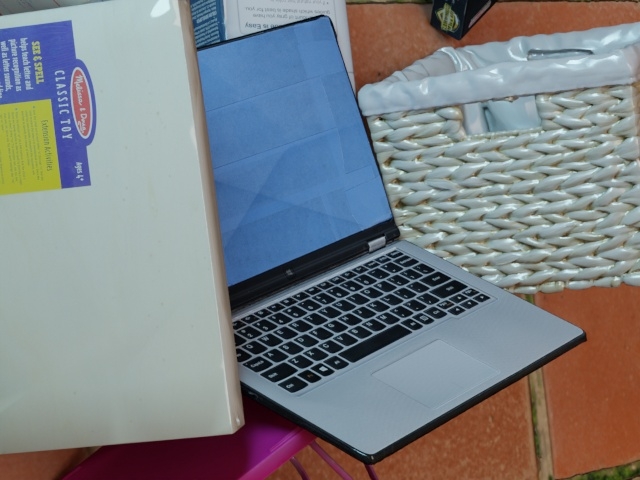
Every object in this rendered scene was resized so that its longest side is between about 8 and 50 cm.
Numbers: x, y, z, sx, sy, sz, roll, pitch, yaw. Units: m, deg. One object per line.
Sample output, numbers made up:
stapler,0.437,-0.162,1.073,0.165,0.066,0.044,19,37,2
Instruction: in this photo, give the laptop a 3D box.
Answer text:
laptop,0.025,-0.022,1.792,0.382,0.408,0.236,-23,131,-47

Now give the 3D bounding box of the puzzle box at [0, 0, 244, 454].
puzzle box,-0.227,-0.012,1.647,0.052,0.272,0.409,-23,107,-77

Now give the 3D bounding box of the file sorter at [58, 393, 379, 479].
file sorter,-0.098,0.273,1.807,0.290,0.202,0.182,-38,121,6

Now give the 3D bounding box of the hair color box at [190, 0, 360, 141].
hair color box,-0.060,-0.201,2.000,0.174,0.105,0.347,-2,83,-35

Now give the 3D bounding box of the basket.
basket,0.266,-0.102,2.086,0.331,0.328,0.266,-33,115,-62

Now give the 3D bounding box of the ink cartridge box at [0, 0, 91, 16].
ink cartridge box,-0.279,-0.271,1.691,0.115,0.198,0.067,46,60,-26

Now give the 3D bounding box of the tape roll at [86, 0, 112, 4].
tape roll,-0.314,-0.200,1.833,0.321,0.077,0.321,4,83,-39

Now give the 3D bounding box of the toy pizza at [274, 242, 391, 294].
toy pizza,0.000,0.000,2.090,0.201,0.032,0.201,6,78,-33

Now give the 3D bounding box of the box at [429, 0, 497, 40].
box,0.224,-0.380,2.231,0.220,0.051,0.175,-47,159,-32
